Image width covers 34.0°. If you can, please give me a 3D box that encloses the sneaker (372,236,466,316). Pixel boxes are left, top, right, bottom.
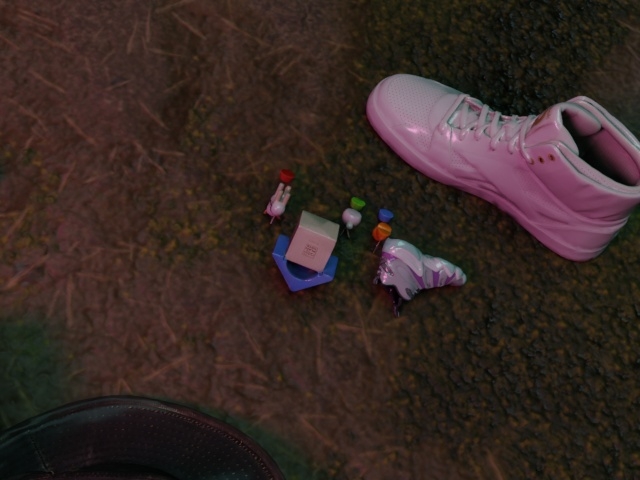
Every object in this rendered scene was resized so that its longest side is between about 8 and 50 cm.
[{"bbox_3d":[0.092,0.044,1.015,0.098,0.038,0.069,24,86,-23],"label":"sneaker"}]

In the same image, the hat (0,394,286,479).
[{"bbox_3d":[-0.173,0.239,0.786,0.331,0.134,0.331,1,58,-2],"label":"hat"}]

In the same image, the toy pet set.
[{"bbox_3d":[0.000,0.000,1.014,0.122,0.065,0.114,22,27,-4],"label":"toy pet set"}]

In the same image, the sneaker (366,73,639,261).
[{"bbox_3d":[0.190,-0.109,1.035,0.293,0.169,0.108,32,64,5],"label":"sneaker"}]
